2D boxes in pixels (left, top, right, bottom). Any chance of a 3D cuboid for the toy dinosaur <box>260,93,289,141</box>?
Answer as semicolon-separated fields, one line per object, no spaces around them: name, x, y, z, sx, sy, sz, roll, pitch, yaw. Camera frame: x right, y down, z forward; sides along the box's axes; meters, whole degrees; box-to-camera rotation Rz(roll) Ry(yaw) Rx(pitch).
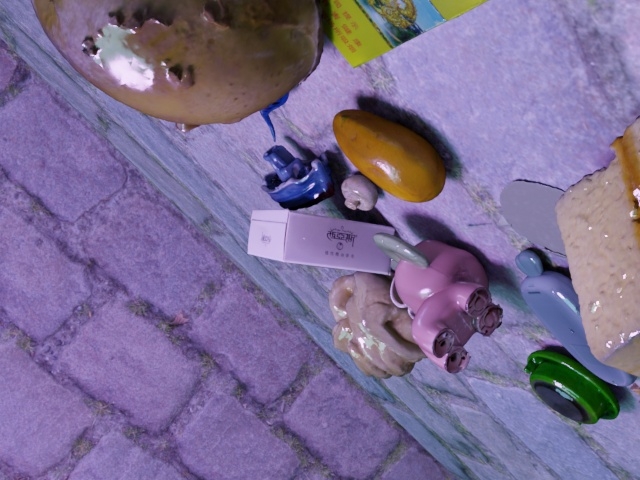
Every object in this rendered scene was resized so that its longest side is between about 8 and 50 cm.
toy dinosaur;-0.104;-0.313;1.290;0.144;0.076;0.329;41;153;2

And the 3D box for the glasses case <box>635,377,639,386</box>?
glasses case;0.574;0.214;1.140;0.076;0.049;0.197;34;161;30

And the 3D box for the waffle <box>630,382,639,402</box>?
waffle;0.650;0.314;1.271;0.135;0.021;0.092;41;163;2

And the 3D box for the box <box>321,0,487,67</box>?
box;0.074;-0.343;0.873;0.187;0.047;0.335;48;161;-17

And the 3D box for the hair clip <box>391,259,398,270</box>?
hair clip;0.223;0.080;1.621;0.137;0.022;0.054;29;158;36

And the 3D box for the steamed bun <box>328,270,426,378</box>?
steamed bun;0.152;0.230;1.811;0.325;0.230;0.372;48;164;-9

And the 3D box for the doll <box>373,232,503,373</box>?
doll;0.222;0.107;1.375;0.268;0.216;0.284;30;163;50

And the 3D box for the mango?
mango;0.114;-0.151;1.156;0.227;0.109;0.147;38;-173;9

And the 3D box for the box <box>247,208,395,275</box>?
box;-0.001;0.003;1.543;0.274;0.116;0.203;8;178;-29

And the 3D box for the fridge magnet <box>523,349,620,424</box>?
fridge magnet;0.523;0.309;1.418;0.208;0.088;0.208;37;162;14

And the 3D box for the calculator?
calculator;0.442;0.139;1.199;0.299;0.041;0.185;50;171;-2

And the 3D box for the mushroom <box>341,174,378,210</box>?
mushroom;0.081;-0.098;1.421;0.083;0.067;0.083;30;160;12

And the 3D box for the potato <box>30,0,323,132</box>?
potato;-0.250;-0.351;1.004;0.442;0.319;0.385;44;156;24

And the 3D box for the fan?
fan;0.332;-0.029;1.138;0.182;0.010;0.310;47;159;-18

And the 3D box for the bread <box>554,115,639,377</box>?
bread;0.491;0.029;0.783;0.405;0.242;0.346;15;149;-18

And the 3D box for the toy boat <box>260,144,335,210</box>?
toy boat;-0.062;-0.148;1.506;0.142;0.129;0.309;53;161;-15
